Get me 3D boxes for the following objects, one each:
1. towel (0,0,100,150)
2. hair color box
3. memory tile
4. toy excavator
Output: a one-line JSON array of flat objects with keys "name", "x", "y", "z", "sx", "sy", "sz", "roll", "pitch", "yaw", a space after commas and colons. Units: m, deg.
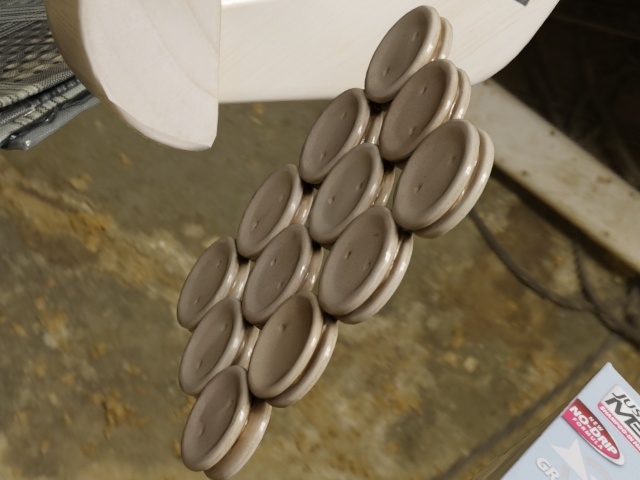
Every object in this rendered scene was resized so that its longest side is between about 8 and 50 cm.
[{"name": "towel", "x": -0.244, "y": -0.108, "z": 1.145, "sx": 0.312, "sy": 0.324, "sz": 0.056, "roll": -35, "pitch": 117, "yaw": -40}, {"name": "hair color box", "x": 0.120, "y": 0.257, "z": 1.192, "sx": 0.113, "sy": 0.185, "sz": 0.374, "roll": 47, "pitch": 41, "yaw": 6}, {"name": "memory tile", "x": 0.000, "y": 0.000, "z": 0.522, "sx": 0.012, "sy": 0.113, "sz": 0.148, "roll": 31, "pitch": 115, "yaw": -24}, {"name": "toy excavator", "x": 0.147, "y": -0.191, "z": 0.739, "sx": 0.433, "sy": 0.222, "sz": 0.445, "roll": 23, "pitch": 97, "yaw": -27}]
